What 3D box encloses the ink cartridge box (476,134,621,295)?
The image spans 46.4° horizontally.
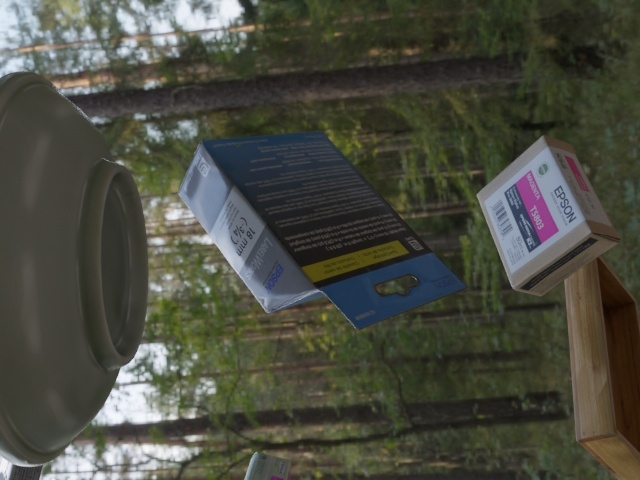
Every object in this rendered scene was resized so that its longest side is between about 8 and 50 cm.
[{"bbox_3d":[0.415,-0.046,1.391,0.193,0.088,0.234,-47,42,38],"label":"ink cartridge box"}]

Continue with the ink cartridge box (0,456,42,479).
[{"bbox_3d":[-0.607,0.498,1.445,0.239,0.060,0.275,11,87,64],"label":"ink cartridge box"}]

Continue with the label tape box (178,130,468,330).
[{"bbox_3d":[0.000,0.000,1.010,0.241,0.106,0.333,-13,-125,-45],"label":"label tape box"}]

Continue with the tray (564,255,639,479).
[{"bbox_3d":[0.546,0.231,1.412,0.203,0.076,0.410,42,-140,-30],"label":"tray"}]

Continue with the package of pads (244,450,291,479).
[{"bbox_3d":[-0.144,0.641,1.694,0.296,0.101,0.229,100,-175,-56],"label":"package of pads"}]

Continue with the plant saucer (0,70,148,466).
[{"bbox_3d":[-0.251,0.027,0.779,0.400,0.101,0.400,179,90,-89],"label":"plant saucer"}]
